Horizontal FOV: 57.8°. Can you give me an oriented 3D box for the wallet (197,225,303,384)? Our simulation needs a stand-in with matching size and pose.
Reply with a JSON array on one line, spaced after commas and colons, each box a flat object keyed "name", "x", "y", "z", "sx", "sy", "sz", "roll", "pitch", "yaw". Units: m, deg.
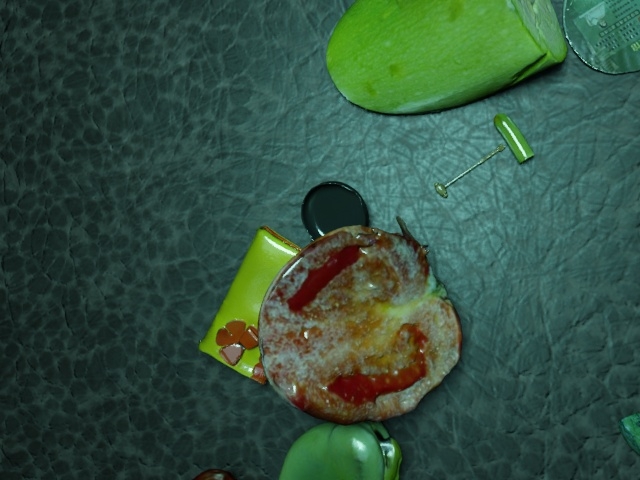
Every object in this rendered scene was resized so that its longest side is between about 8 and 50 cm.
[{"name": "wallet", "x": -0.093, "y": 0.111, "z": 0.943, "sx": 0.141, "sy": 0.067, "sz": 0.241, "roll": 30, "pitch": 105, "yaw": 8}]

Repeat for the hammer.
[{"name": "hammer", "x": 0.233, "y": -0.111, "z": 0.902, "sx": 0.123, "sy": 0.014, "sz": 0.029, "roll": -35, "pitch": 90, "yaw": 10}]

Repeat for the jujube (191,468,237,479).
[{"name": "jujube", "x": -0.142, "y": 0.477, "z": 0.928, "sx": 0.155, "sy": 0.155, "sz": 0.230, "roll": -43, "pitch": 75, "yaw": 10}]

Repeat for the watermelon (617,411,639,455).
[{"name": "watermelon", "x": 0.475, "y": 0.276, "z": 0.826, "sx": 0.092, "sy": 0.072, "sz": 0.085, "roll": 12, "pitch": 108, "yaw": 52}]

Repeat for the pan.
[{"name": "pan", "x": 0.001, "y": 0.000, "z": 0.949, "sx": 0.115, "sy": 0.040, "sz": 0.212, "roll": 36, "pitch": 113, "yaw": 12}]

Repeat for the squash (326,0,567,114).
[{"name": "squash", "x": 0.171, "y": -0.314, "z": 0.895, "sx": 0.309, "sy": 0.210, "sz": 0.234, "roll": -21, "pitch": 86, "yaw": 42}]

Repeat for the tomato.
[{"name": "tomato", "x": 0.041, "y": 0.118, "z": 0.852, "sx": 0.308, "sy": 0.170, "sz": 0.309, "roll": -2, "pitch": 96, "yaw": -17}]

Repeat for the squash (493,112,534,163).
[{"name": "squash", "x": 0.292, "y": -0.158, "z": 0.881, "sx": 0.027, "sy": 0.027, "sz": 0.083, "roll": -31, "pitch": 82, "yaw": 12}]

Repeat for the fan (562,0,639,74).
[{"name": "fan", "x": 0.469, "y": -0.393, "z": 0.843, "sx": 0.223, "sy": 0.012, "sz": 0.294, "roll": -2, "pitch": 90, "yaw": 14}]

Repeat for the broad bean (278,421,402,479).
[{"name": "broad bean", "x": 0.030, "y": 0.373, "z": 0.917, "sx": 0.228, "sy": 0.100, "sz": 0.169, "roll": -32, "pitch": 74, "yaw": 24}]
